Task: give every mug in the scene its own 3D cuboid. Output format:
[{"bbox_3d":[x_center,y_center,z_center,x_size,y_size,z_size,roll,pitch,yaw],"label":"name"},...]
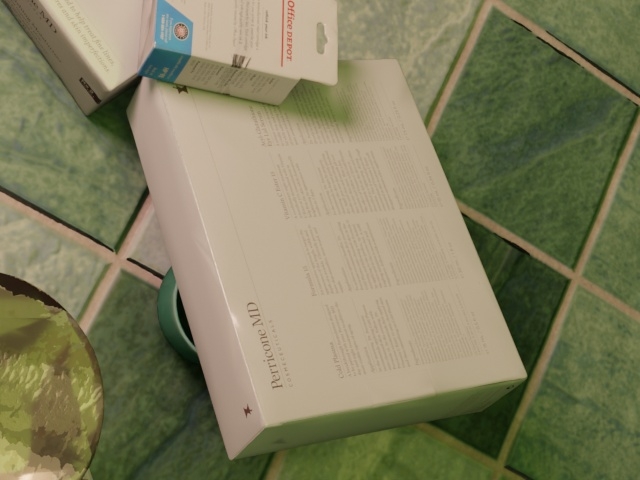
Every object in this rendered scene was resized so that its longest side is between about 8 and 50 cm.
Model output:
[{"bbox_3d":[-0.088,0.062,1.202,0.158,0.097,0.129,-19,91,-24],"label":"mug"}]

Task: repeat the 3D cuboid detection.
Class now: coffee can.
[{"bbox_3d":[-0.302,0.135,0.956,0.202,0.275,0.201,3,82,-22],"label":"coffee can"}]

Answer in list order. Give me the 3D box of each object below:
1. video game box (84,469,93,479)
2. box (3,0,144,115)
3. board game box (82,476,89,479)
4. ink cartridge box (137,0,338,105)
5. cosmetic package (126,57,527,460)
[{"bbox_3d":[-0.328,0.194,1.113,0.187,0.048,0.205,-17,90,-25],"label":"video game box"},{"bbox_3d":[-0.206,-0.254,1.179,0.182,0.119,0.181,-39,98,-22],"label":"box"},{"bbox_3d":[-0.238,0.462,0.998,0.390,0.050,0.390,-39,79,-22],"label":"board game box"},{"bbox_3d":[-0.077,-0.193,1.115,0.180,0.060,0.104,11,65,-22],"label":"ink cartridge box"},{"bbox_3d":[0.000,0.000,1.138,0.285,0.097,0.377,-4,63,-32],"label":"cosmetic package"}]
